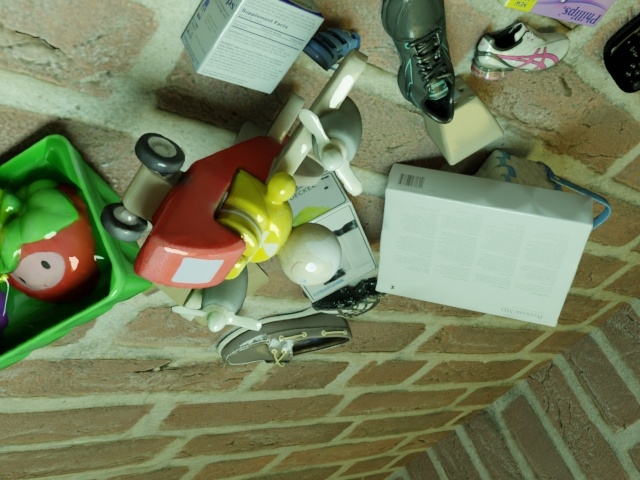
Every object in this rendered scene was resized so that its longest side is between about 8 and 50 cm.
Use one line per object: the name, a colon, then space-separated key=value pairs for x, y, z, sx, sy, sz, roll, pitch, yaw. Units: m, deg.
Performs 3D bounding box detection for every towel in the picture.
towel: x=-0.310 y=0.077 z=1.349 sx=0.083 sy=0.009 sz=0.060 roll=-27 pitch=149 yaw=-1

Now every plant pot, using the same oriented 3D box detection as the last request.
plant pot: x=0.239 y=-0.220 z=1.243 sx=0.109 sy=0.109 sz=0.096 roll=-31 pitch=137 yaw=7

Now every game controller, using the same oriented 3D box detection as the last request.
game controller: x=0.679 y=-0.413 z=1.318 sx=0.319 sy=0.067 sz=0.166 roll=-40 pitch=147 yaw=20

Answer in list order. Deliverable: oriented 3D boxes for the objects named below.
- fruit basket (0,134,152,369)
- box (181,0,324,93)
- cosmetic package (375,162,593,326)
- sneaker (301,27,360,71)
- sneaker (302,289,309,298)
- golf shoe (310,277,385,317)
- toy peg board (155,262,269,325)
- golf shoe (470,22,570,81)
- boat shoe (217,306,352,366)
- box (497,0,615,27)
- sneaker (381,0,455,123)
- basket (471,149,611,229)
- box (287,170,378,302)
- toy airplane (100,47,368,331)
fruit basket: x=-0.460 y=0.020 z=0.928 sx=0.392 sy=0.283 sz=0.392 roll=-24 pitch=165 yaw=-7
box: x=-0.090 y=-0.276 z=0.926 sx=0.126 sy=0.072 sz=0.137 roll=6 pitch=137 yaw=-44
cosmetic package: x=0.308 y=0.013 z=1.399 sx=0.377 sy=0.097 sz=0.284 roll=11 pitch=133 yaw=10
sneaker: x=0.016 y=-0.275 z=1.001 sx=0.059 sy=0.053 sz=0.144 roll=-49 pitch=174 yaw=22
sneaker: x=0.037 y=0.090 z=1.586 sx=0.162 sy=0.063 sz=0.073 roll=-27 pitch=153 yaw=1
golf shoe: x=0.063 y=0.154 z=1.679 sx=0.198 sy=0.077 sz=0.094 roll=-7 pitch=136 yaw=-28
toy peg board: x=-0.211 y=0.054 z=1.339 sx=0.161 sy=0.079 sz=0.161 roll=-35 pitch=133 yaw=3
golf shoe: x=0.347 y=-0.326 z=1.192 sx=0.186 sy=0.067 sz=0.086 roll=-17 pitch=146 yaw=-16
boat shoe: x=-0.080 y=0.241 z=1.687 sx=0.324 sy=0.097 sz=0.117 roll=-14 pitch=146 yaw=-21
box: x=0.363 y=-0.442 z=0.981 sx=0.213 sy=0.117 sz=0.243 roll=-2 pitch=142 yaw=-36
sneaker: x=0.167 y=-0.285 z=1.081 sx=0.101 sy=0.106 sz=0.267 roll=-27 pitch=148 yaw=2
basket: x=0.436 y=-0.051 z=1.514 sx=0.289 sy=0.201 sz=0.255 roll=29 pitch=125 yaw=-18
box: x=0.000 y=0.000 z=1.396 sx=0.169 sy=0.087 sz=0.290 roll=-27 pitch=149 yaw=0
toy airplane: x=-0.077 y=-0.047 z=0.986 sx=0.384 sy=0.272 sz=0.386 roll=-48 pitch=173 yaw=-14
